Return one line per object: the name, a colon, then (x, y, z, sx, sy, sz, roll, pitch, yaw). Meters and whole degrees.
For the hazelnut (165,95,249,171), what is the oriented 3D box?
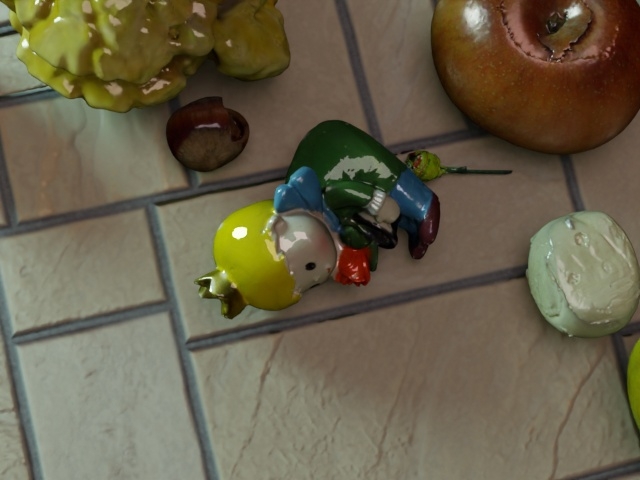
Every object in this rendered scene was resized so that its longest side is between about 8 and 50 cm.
hazelnut: (-0.117, -0.112, 1.610, 0.086, 0.086, 0.086, 2, 77, -7)

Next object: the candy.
candy: (0.148, -0.076, 1.657, 0.123, 0.035, 0.035, 4, 80, -14)

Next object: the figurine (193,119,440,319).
figurine: (-0.001, 0.007, 1.578, 0.185, 0.127, 0.234, 39, 65, -5)

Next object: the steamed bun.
steamed bun: (0.273, 0.039, 1.611, 0.112, 0.091, 0.130, -15, 77, -14)

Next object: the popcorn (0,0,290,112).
popcorn: (-0.180, -0.252, 1.566, 0.332, 0.225, 0.265, 33, 70, -11)

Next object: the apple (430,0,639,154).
apple: (0.232, -0.201, 1.621, 0.234, 0.173, 0.210, 9, 76, -4)

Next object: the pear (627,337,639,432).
pear: (0.409, 0.156, 1.557, 0.200, 0.200, 0.200, 2, 77, -7)
